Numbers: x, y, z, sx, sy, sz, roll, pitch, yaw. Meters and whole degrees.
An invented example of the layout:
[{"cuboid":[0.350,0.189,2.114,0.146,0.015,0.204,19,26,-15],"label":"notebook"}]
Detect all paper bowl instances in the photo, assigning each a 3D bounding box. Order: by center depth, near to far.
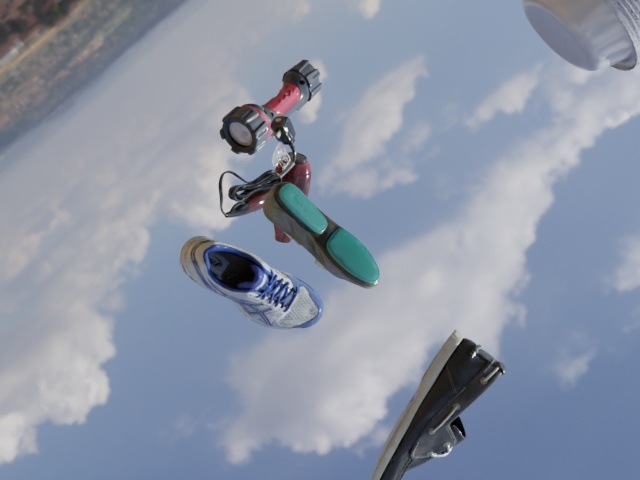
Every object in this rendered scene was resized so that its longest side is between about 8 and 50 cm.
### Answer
[{"cuboid":[0.479,-0.421,1.666,0.148,0.284,0.284,-44,-164,2],"label":"paper bowl"}]

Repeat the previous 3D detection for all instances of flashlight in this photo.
[{"cuboid":[-0.101,-0.302,2.028,0.103,0.103,0.304,-32,-166,47],"label":"flashlight"}]

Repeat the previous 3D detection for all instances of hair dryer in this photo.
[{"cuboid":[-0.107,-0.096,1.835,0.080,0.293,0.224,31,-108,35],"label":"hair dryer"}]

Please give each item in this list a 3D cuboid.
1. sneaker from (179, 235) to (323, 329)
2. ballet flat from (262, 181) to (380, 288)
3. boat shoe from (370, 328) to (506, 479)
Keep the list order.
[{"cuboid":[-0.115,0.088,1.675,0.131,0.296,0.112,1,-112,68],"label":"sneaker"},{"cuboid":[0.000,0.000,1.386,0.072,0.213,0.068,-46,-179,-42],"label":"ballet flat"},{"cuboid":[0.122,0.214,1.031,0.233,0.079,0.084,-61,174,17],"label":"boat shoe"}]
